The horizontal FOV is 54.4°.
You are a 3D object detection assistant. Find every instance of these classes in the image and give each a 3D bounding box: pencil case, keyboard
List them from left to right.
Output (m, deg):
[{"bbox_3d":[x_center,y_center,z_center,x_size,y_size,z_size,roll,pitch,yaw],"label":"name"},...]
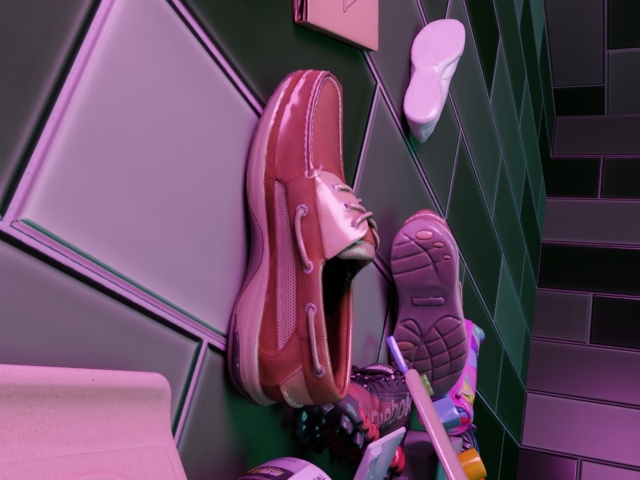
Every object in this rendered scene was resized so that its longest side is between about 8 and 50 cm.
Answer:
[{"bbox_3d":[0.032,0.324,0.709,0.072,0.014,0.256,-8,124,-56],"label":"keyboard"},{"bbox_3d":[0.240,0.238,1.125,0.236,0.104,0.105,-65,147,-53],"label":"pencil case"}]

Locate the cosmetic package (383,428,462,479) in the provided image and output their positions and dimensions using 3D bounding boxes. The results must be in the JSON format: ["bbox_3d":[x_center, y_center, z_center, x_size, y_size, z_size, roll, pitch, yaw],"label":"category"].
[{"bbox_3d":[0.150,0.378,0.984,0.238,0.107,0.127,27,68,-65],"label":"cosmetic package"}]

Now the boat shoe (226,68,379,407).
[{"bbox_3d":[0.000,0.000,0.603,0.122,0.119,0.324,16,79,-64],"label":"boat shoe"}]

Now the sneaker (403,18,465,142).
[{"bbox_3d":[0.182,-0.260,1.020,0.094,0.080,0.212,64,43,-64],"label":"sneaker"}]

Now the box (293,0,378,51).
[{"bbox_3d":[0.023,-0.320,0.727,0.201,0.021,0.165,-15,106,-62],"label":"box"}]

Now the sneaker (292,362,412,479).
[{"bbox_3d":[0.046,0.198,0.749,0.276,0.097,0.135,56,44,-54],"label":"sneaker"}]

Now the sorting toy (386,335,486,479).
[{"bbox_3d":[0.180,0.281,0.830,0.196,0.047,0.348,63,4,-50],"label":"sorting toy"}]

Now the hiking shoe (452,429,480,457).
[{"bbox_3d":[0.288,0.519,1.267,0.132,0.113,0.305,-1,94,-63],"label":"hiking shoe"}]

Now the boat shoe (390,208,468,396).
[{"bbox_3d":[0.172,0.101,0.978,0.116,0.123,0.325,-67,158,-60],"label":"boat shoe"}]

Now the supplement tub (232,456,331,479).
[{"bbox_3d":[-0.062,0.259,0.510,0.190,0.116,0.117,6,87,-65],"label":"supplement tub"}]

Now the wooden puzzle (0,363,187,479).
[{"bbox_3d":[-0.142,0.227,0.261,0.322,0.080,0.348,26,38,-60],"label":"wooden puzzle"}]
